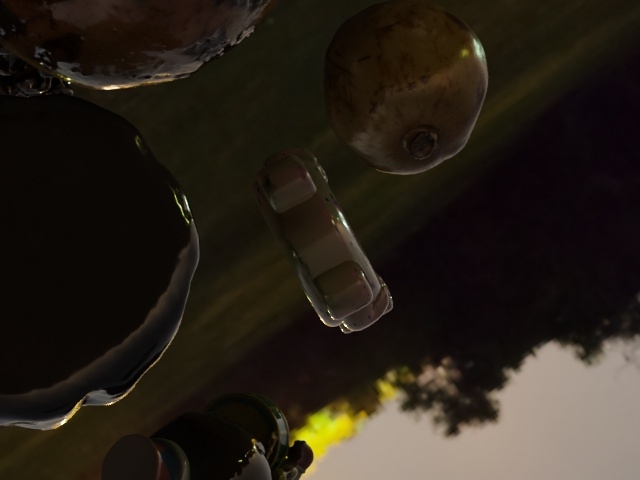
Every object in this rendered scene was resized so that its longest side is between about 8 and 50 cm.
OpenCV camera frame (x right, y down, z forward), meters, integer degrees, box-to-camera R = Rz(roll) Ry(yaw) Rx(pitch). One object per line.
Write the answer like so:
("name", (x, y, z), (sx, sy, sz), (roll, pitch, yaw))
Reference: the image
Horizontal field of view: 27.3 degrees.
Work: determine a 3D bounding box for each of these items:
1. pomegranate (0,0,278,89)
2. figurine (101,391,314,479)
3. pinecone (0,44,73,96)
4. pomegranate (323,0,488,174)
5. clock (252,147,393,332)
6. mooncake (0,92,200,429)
("pomegranate", (-0.178, -0.289, 1.193), (0.322, 0.322, 0.322), (-35, 180, 0))
("figurine", (-0.106, 0.230, 1.278), (0.161, 0.158, 0.275), (-10, 173, 11))
("pinecone", (-0.342, -0.299, 1.597), (0.244, 0.244, 0.309), (-35, 148, -19))
("pomegranate", (0.109, -0.184, 1.621), (0.215, 0.215, 0.215), (-35, 180, 0))
("clock", (0.000, 0.000, 1.904), (0.114, 0.284, 0.309), (-27, 176, 1))
("mooncake", (-0.247, 0.019, 1.118), (0.283, 0.283, 0.141), (-35, 174, -19))
